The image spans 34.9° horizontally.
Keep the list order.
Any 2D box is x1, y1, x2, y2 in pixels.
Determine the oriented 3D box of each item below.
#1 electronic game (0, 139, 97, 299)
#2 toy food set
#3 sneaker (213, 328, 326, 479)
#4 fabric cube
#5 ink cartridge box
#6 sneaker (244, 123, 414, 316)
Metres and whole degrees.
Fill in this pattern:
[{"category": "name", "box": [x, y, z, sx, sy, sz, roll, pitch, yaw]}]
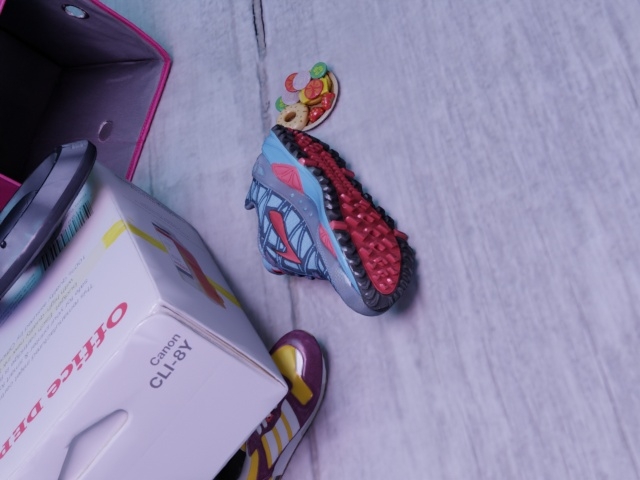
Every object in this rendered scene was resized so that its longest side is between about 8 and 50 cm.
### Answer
[{"category": "electronic game", "box": [-0.305, -0.010, 1.049, 0.229, 0.048, 0.229, -44, 23, 24]}, {"category": "toy food set", "box": [-0.016, -0.161, 1.153, 0.083, 0.020, 0.083, -24, 55, 28]}, {"category": "sneaker", "box": [-0.055, 0.169, 0.964, 0.069, 0.084, 0.186, 18, 82, 29]}, {"category": "fabric cube", "box": [-0.396, -0.180, 1.306, 0.258, 0.254, 0.259, 5, 72, 42]}, {"category": "ink cartridge box", "box": [-0.224, 0.121, 1.009, 0.279, 0.160, 0.385, -50, 29, 5]}, {"category": "sneaker", "box": [0.000, 0.000, 1.026, 0.125, 0.104, 0.262, -57, 40, 24]}]
